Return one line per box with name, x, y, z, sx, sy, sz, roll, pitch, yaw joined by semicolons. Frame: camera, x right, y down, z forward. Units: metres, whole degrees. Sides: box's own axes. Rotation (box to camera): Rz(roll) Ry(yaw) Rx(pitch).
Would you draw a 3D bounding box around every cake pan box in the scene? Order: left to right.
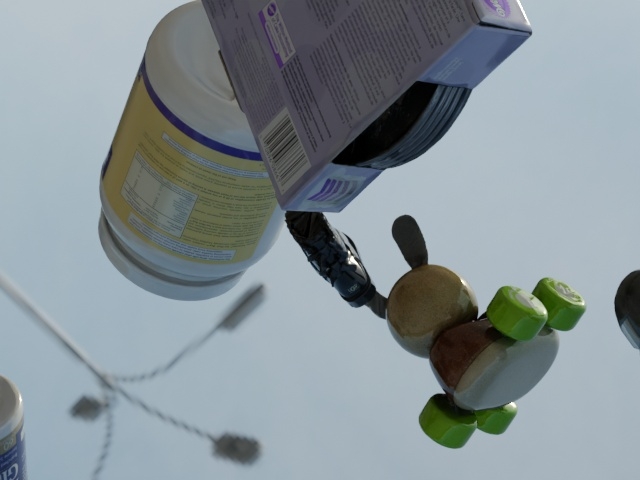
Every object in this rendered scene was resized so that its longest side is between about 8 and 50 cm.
cake pan box;0.021;-0.185;1.353;0.246;0.070;0.267;-45;-124;39

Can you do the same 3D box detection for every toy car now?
toy car;0.118;0.070;1.646;0.188;0.149;0.155;41;-64;24

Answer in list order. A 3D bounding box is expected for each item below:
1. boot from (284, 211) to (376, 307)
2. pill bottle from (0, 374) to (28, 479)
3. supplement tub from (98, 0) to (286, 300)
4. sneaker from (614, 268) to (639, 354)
boot;-0.001;0.000;1.597;0.045;0.099;0.121;-38;-142;2
pill bottle;-0.304;0.204;1.559;0.094;0.169;0.094;2;-143;-2
supplement tub;-0.135;-0.106;2.187;0.241;0.241;0.331;-72;-173;-47
sneaker;0.358;0.092;1.463;0.086;0.229;0.132;-57;-167;-20
